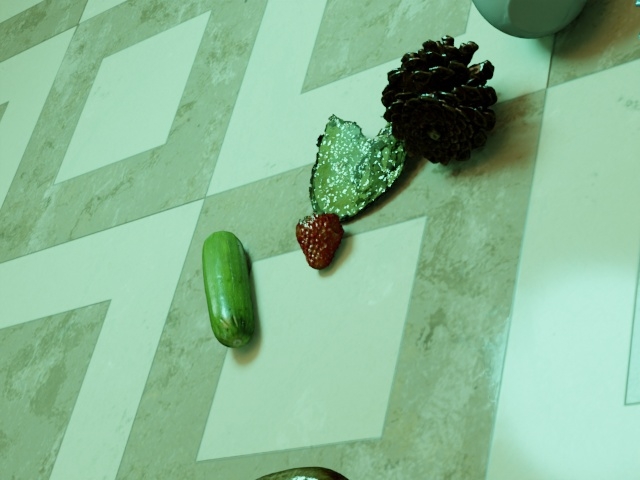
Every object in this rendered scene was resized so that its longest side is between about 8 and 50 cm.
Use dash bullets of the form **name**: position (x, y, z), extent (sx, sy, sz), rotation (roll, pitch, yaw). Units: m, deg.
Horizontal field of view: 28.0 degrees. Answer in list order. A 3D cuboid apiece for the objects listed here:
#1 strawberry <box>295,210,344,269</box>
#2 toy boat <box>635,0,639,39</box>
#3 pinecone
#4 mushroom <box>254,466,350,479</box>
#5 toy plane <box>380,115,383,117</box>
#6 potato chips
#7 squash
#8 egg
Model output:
- **strawberry**: position (0.000, 0.000, 1.836), extent (0.073, 0.073, 0.083), rotation (-13, 86, 40)
- **toy boat**: position (0.473, -0.353, 1.603), extent (0.109, 0.098, 0.238), rotation (19, 72, 50)
- **pinecone**: position (0.168, -0.202, 1.750), extent (0.163, 0.163, 0.165), rotation (-15, 38, 39)
- **mushroom**: position (-0.041, 0.395, 1.439), extent (0.278, 0.163, 0.297), rotation (-7, 53, 55)
- **toy plane**: position (0.121, -0.198, 1.907), extent (0.078, 0.024, 0.084), rotation (-34, 45, 20)
- **potato chips**: position (0.063, -0.126, 1.886), extent (0.220, 0.029, 0.202), rotation (-27, 47, 40)
- **squash**: position (-0.139, 0.068, 1.912), extent (0.069, 0.069, 0.239), rotation (-35, 38, 20)
- **egg**: position (0.286, -0.379, 1.761), extent (0.176, 0.176, 0.232), rotation (-27, 34, 29)
